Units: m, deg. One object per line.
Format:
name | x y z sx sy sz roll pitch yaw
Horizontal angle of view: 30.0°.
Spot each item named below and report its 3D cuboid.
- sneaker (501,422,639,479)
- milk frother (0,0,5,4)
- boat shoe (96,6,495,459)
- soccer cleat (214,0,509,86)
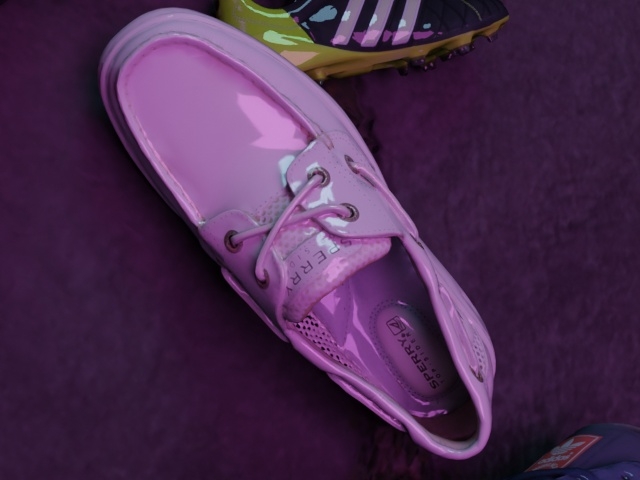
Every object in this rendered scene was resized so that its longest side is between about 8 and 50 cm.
sneaker | 0.111 0.161 0.643 0.350 0.131 0.148 21 68 -31
milk frother | -0.159 -0.196 0.518 0.143 0.135 0.129 35 57 -23
boat shoe | 0.000 0.000 0.591 0.098 0.096 0.277 -42 107 9
soccer cleat | 0.027 -0.125 0.657 0.179 0.060 0.072 -15 91 -26
